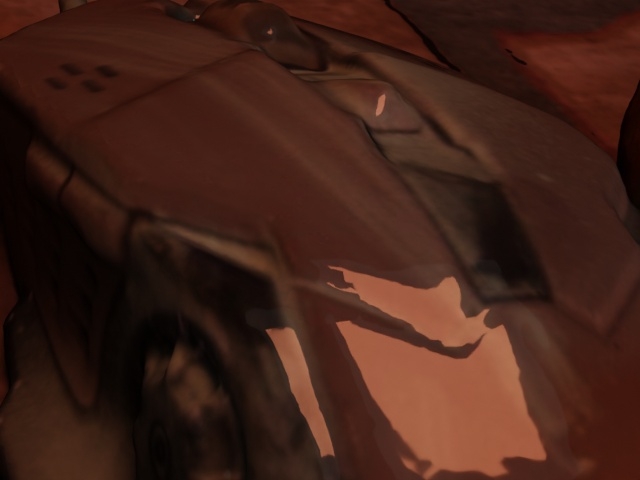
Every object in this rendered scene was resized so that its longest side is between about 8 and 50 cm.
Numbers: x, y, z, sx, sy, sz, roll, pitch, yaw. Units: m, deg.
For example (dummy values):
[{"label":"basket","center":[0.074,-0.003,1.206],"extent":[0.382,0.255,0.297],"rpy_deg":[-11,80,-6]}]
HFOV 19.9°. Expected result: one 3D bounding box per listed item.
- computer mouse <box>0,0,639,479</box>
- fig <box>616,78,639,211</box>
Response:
[{"label":"computer mouse","center":[0.002,-0.004,0.527],"extent":[0.200,0.115,0.389],"rpy_deg":[0,38,-29]},{"label":"fig","center":[0.215,-0.018,0.607],"extent":[0.231,0.143,0.160],"rpy_deg":[-1,2,-24]}]
